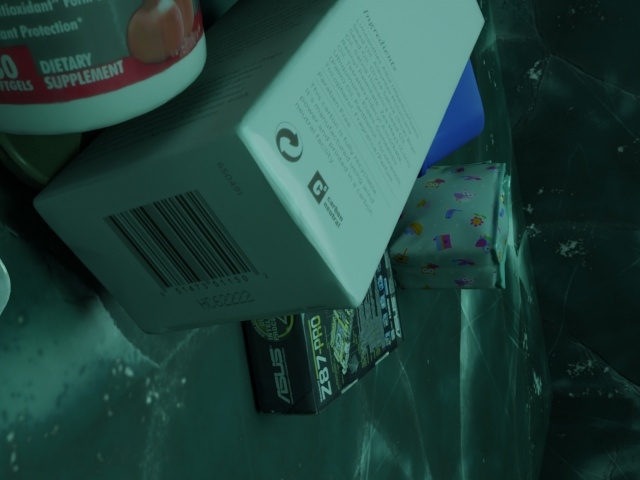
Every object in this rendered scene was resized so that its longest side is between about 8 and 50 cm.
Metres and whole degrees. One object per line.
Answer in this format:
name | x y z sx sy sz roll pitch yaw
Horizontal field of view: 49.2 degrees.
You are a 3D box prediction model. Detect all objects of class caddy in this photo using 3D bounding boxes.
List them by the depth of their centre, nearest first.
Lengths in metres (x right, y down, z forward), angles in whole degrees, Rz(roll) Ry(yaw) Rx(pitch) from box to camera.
caddy | 0.120 -0.262 1.136 0.341 0.179 0.241 62 -3 -37

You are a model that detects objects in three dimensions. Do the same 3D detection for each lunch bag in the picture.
lunch bag | 0.245 -0.042 1.333 0.160 0.223 0.262 65 30 -45

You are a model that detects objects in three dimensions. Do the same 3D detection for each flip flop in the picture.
flip flop | -0.211 -0.176 0.595 0.112 0.080 0.277 42 52 -54

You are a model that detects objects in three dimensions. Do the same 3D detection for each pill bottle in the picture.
pill bottle | -0.175 -0.236 0.392 0.176 0.176 0.319 -64 156 -47

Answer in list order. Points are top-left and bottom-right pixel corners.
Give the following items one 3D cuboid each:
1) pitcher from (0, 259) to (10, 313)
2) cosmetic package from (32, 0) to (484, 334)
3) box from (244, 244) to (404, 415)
pitcher | -0.289 0.073 0.362 0.125 0.178 0.207 45 38 18
cosmetic package | -0.019 -0.136 0.655 0.161 0.230 0.453 56 42 -28
box | 0.000 0.000 0.975 0.318 0.097 0.395 -23 105 -64
